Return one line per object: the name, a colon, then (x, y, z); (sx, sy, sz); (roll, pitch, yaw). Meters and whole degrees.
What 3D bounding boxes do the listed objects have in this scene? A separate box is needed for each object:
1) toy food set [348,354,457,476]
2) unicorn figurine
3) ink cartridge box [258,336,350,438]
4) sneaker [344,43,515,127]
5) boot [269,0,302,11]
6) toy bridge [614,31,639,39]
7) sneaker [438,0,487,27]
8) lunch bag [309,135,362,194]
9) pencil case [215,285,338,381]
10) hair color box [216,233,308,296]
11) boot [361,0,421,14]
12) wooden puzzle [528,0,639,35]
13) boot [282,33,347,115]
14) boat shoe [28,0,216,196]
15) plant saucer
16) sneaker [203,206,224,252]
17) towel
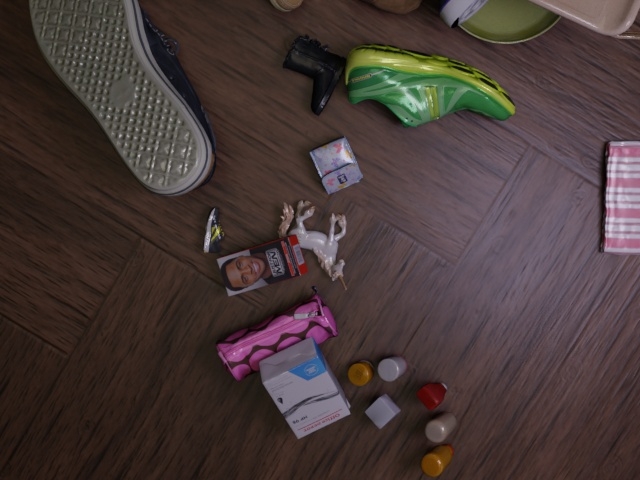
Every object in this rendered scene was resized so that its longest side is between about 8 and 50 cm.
toy food set: (0.160, 0.285, 1.434); (0.232, 0.104, 0.111); (46, 107, 16)
unicorn figurine: (0.000, 0.000, 1.430); (0.161, 0.060, 0.111); (23, 99, 15)
ink cartridge box: (-0.019, 0.263, 1.398); (0.104, 0.060, 0.180); (-26, 121, 2)
sneaker: (0.183, -0.250, 1.401); (0.295, 0.109, 0.124); (14, 116, -1)
boot: (0.029, -0.490, 1.336); (0.203, 0.095, 0.262); (22, 88, 40)
toy bridge: (0.498, -0.383, 1.397); (0.188, 0.026, 0.063); (26, 129, -14)
sneaker: (0.232, -0.534, 1.331); (0.236, 0.130, 0.323); (39, 95, 5)
lunch bag: (0.028, -0.130, 1.422); (0.071, 0.053, 0.083); (-22, 101, 3)
pencil case: (-0.078, 0.165, 1.414); (0.209, 0.098, 0.095); (-28, 84, 2)
hair color box: (-0.100, 0.043, 1.416); (0.141, 0.043, 0.072); (-18, 92, 20)
boot: (0.146, -0.532, 1.394); (0.115, 0.112, 0.306); (17, 88, -31)
wooden puzzle: (0.350, -0.508, 1.232); (0.347, 0.080, 0.322); (24, 89, 2)
boot: (-0.018, -0.287, 1.418); (0.099, 0.045, 0.121); (26, 86, -3)
boat shoe: (-0.326, -0.285, 1.374); (0.186, 0.156, 0.500); (-34, 80, 7)
plant saucer: (0.315, -0.455, 1.409); (0.240, 0.037, 0.241); (0, 93, 2)
sneaker: (-0.184, -0.018, 1.444); (0.035, 0.031, 0.083); (9, 97, -13)
towel: (0.562, -0.072, 1.430); (0.144, 0.029, 0.197); (1, 95, 1)
